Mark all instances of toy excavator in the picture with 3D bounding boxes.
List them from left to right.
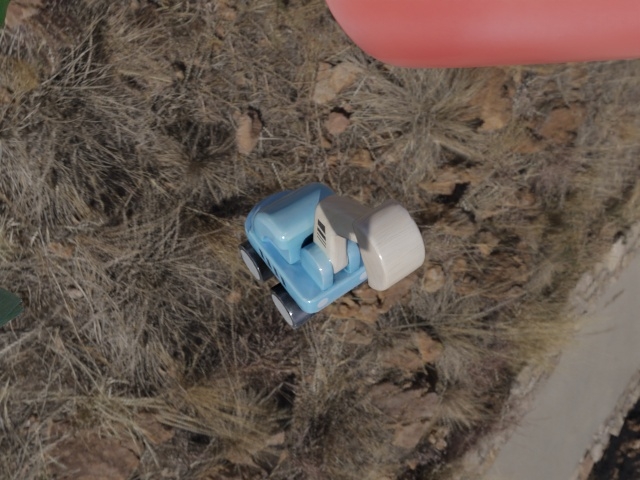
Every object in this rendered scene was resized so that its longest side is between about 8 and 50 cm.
[{"bbox_3d":[0.000,0.000,0.985,0.222,0.433,0.445,-31,149,-17],"label":"toy excavator"}]

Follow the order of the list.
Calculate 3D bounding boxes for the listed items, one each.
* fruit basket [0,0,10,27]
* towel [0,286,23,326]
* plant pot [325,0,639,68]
[{"bbox_3d":[-0.439,-0.428,0.568,0.392,0.392,0.283,5,138,-33],"label":"fruit basket"},{"bbox_3d":[-0.601,0.070,0.657,0.324,0.248,0.038,28,111,-9],"label":"towel"},{"bbox_3d":[0.163,-0.224,0.296,0.275,0.243,0.275,-25,128,-37],"label":"plant pot"}]
